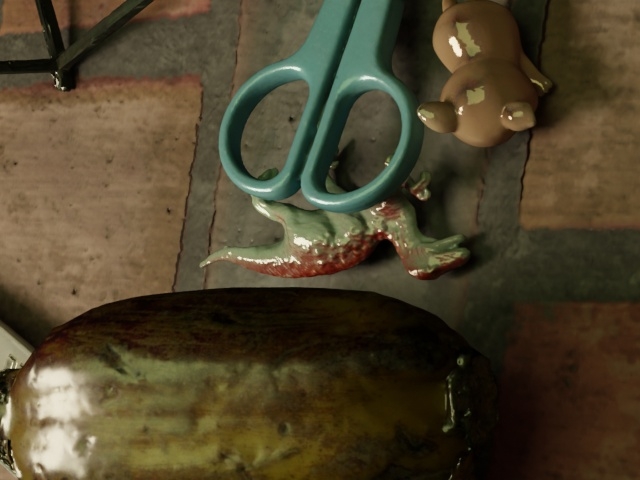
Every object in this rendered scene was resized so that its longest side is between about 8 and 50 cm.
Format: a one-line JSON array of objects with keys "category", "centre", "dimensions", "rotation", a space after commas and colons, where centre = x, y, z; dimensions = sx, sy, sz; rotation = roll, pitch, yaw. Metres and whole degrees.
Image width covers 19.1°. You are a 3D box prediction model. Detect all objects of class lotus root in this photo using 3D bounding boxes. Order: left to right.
[{"category": "lotus root", "centre": [-0.067, 0.131, 1.420], "dimensions": [0.397, 0.179, 0.196], "rotation": [-2, 71, 14]}]

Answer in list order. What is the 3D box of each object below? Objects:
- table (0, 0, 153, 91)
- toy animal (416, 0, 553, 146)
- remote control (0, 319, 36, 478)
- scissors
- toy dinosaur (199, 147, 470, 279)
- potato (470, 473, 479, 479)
[{"category": "table", "centre": [-0.272, -0.314, 1.713], "dimensions": [0.335, 0.222, 0.272], "rotation": [-29, 71, 50]}, {"category": "toy animal", "centre": [0.126, -0.135, 1.521], "dimensions": [0.083, 0.089, 0.150], "rotation": [-32, 51, 32]}, {"category": "remote control", "centre": [-0.316, 0.124, 1.824], "dimensions": [0.313, 0.055, 0.109], "rotation": [33, 108, 43]}, {"category": "scissors", "centre": [0.050, -0.237, 1.612], "dimensions": [0.192, 0.029, 0.447], "rotation": [11, 76, 34]}, {"category": "toy dinosaur", "centre": [0.000, 0.000, 1.598], "dimensions": [0.242, 0.053, 0.167], "rotation": [-29, 62, 20]}, {"category": "potato", "centre": [0.097, 0.233, 1.436], "dimensions": [0.089, 0.100, 0.172], "rotation": [-10, 68, 31]}]
